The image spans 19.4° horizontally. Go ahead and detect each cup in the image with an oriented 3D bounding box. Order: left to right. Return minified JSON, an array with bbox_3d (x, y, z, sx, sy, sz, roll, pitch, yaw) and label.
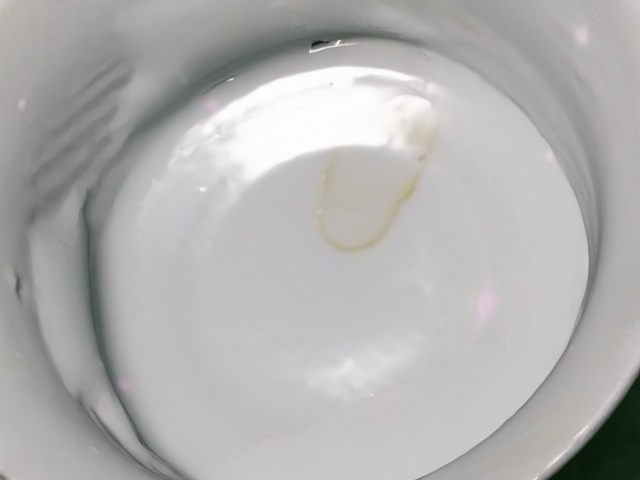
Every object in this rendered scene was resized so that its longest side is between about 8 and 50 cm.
[{"bbox_3d":[0.000,0.000,0.866,0.347,0.163,0.347,-5,68,12],"label":"cup"}]
